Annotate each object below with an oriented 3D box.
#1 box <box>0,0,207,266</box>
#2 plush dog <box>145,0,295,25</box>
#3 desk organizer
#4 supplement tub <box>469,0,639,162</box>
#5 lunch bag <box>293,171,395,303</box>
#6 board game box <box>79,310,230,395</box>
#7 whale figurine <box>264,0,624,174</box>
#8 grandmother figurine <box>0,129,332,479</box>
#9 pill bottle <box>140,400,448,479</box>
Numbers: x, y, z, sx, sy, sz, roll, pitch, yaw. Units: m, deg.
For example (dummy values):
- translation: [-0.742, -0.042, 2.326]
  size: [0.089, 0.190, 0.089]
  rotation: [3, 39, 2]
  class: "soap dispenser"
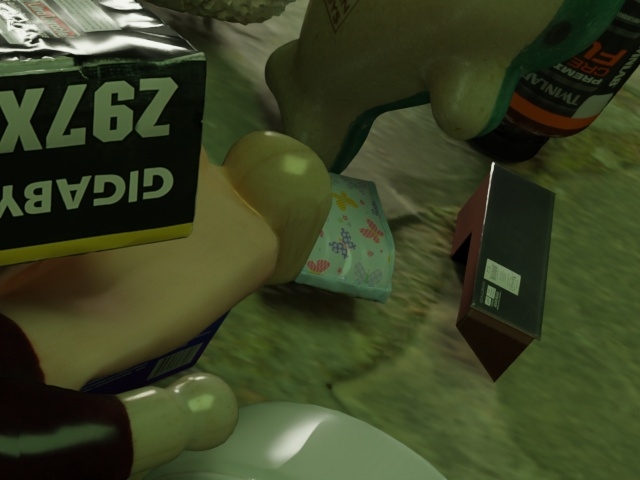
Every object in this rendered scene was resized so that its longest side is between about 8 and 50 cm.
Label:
- translation: [-0.228, -0.084, 0.557]
  size: [0.257, 0.079, 0.322]
  rotation: [-8, 31, -31]
  class: "box"
- translation: [-0.087, -0.255, 0.842]
  size: [0.262, 0.225, 0.210]
  rotation: [18, 11, -16]
  class: "plush dog"
- translation: [0.107, 0.018, 0.887]
  size: [0.047, 0.050, 0.130]
  rotation: [26, 43, -10]
  class: "desk organizer"
- translation: [0.164, -0.140, 0.958]
  size: [0.106, 0.198, 0.106]
  rotation: [17, 44, -17]
  class: "supplement tub"
- translation: [0.000, 0.000, 0.836]
  size: [0.071, 0.053, 0.083]
  rotation: [12, 37, -26]
  class: "lunch bag"
- translation: [-0.237, 0.001, 0.664]
  size: [0.347, 0.078, 0.233]
  rotation: [-20, 65, -42]
  class: "board game box"
- translation: [0.076, -0.141, 0.855]
  size: [0.141, 0.272, 0.216]
  rotation: [10, 48, -36]
  class: "whale figurine"
- translation: [-0.136, 0.041, 0.528]
  size: [0.207, 0.104, 0.342]
  rotation: [1, 23, 27]
  class: "grandmother figurine"
- translation: [-0.085, 0.215, 0.471]
  size: [0.204, 0.204, 0.361]
  rotation: [42, 42, 8]
  class: "pill bottle"
